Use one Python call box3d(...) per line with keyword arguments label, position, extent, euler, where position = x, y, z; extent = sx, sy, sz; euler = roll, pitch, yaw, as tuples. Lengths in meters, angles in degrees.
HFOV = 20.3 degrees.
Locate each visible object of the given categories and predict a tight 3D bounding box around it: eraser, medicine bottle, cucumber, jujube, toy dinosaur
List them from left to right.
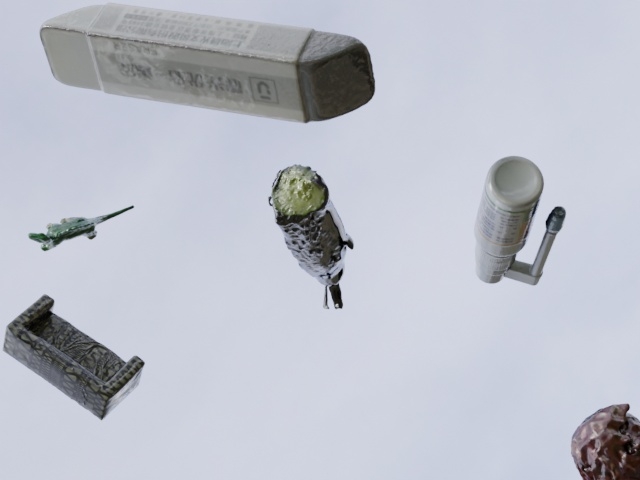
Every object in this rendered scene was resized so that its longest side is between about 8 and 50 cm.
box3d(label="toy dinosaur", position=(-0.242, -0.013, 1.822), extent=(0.120, 0.060, 0.029), euler=(-15, -88, -19))
box3d(label="eraser", position=(-0.117, -0.183, 1.828), extent=(0.089, 0.352, 0.061), euler=(79, -151, -43))
box3d(label="cucumber", position=(0.000, 0.000, 1.055), extent=(0.163, 0.039, 0.043), euler=(60, -147, -70))
box3d(label="medicine bottle", position=(0.211, -0.012, 1.923), extent=(0.220, 0.092, 0.061), euler=(95, -170, -64))
box3d(label="jujube", position=(0.290, 0.221, 1.586), extent=(0.104, 0.166, 0.104), euler=(-51, -1, -2))

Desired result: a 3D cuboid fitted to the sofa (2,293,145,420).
box3d(label="sofa", position=(-0.221, 0.103, 1.602), extent=(0.060, 0.118, 0.039), euler=(-44, -18, -43))
